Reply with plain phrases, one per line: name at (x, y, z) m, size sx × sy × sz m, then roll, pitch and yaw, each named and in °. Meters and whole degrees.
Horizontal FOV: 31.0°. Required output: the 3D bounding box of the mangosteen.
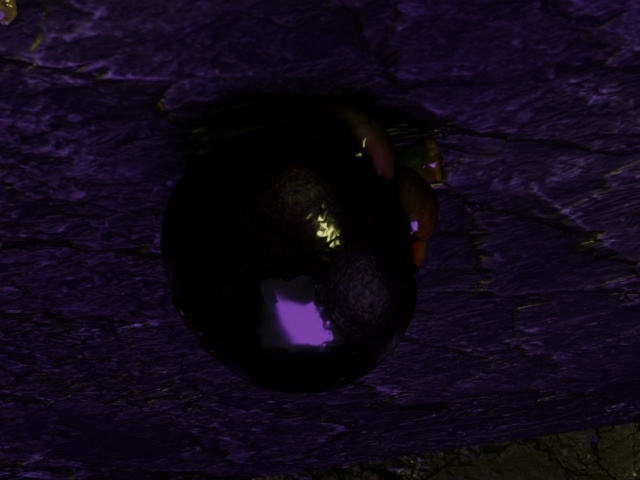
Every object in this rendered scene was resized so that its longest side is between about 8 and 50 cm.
mangosteen at (0.000, 0.000, 1.107) m, size 0.302 × 0.275 × 0.275 m, roll -38°, pitch 158°, yaw -12°

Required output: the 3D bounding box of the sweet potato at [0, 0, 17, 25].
sweet potato at (-0.328, -0.204, 0.664) m, size 0.310 × 0.098 × 0.124 m, roll 3°, pitch 138°, yaw -20°
